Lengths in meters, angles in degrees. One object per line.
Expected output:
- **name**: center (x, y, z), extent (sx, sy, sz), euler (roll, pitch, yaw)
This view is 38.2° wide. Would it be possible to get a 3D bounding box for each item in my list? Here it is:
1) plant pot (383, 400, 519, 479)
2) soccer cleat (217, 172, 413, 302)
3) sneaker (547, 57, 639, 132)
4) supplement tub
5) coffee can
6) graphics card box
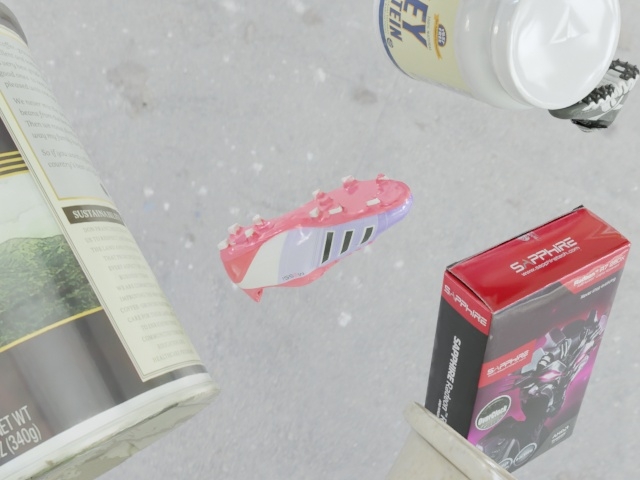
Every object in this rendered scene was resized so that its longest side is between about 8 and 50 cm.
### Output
- **plant pot**: center (0.095, 0.319, 0.553), extent (0.334, 0.334, 0.305), euler (38, 87, 8)
- **soccer cleat**: center (0.000, 0.000, 1.019), extent (0.095, 0.248, 0.083), euler (59, 29, -24)
- **sneaker**: center (0.428, -0.211, 1.465), extent (0.078, 0.106, 0.234), euler (31, 39, 29)
- **supplement tub**: center (0.251, -0.324, 1.361), extent (0.235, 0.235, 0.325), euler (-21, 28, -22)
- **coffee can**: center (-0.212, 0.020, 0.550), extent (0.201, 0.201, 0.275), euler (-27, 79, -24)
- **graphics card box**: center (0.250, 0.156, 1.185), extent (0.233, 0.371, 0.094), euler (-22, 46, -28)
